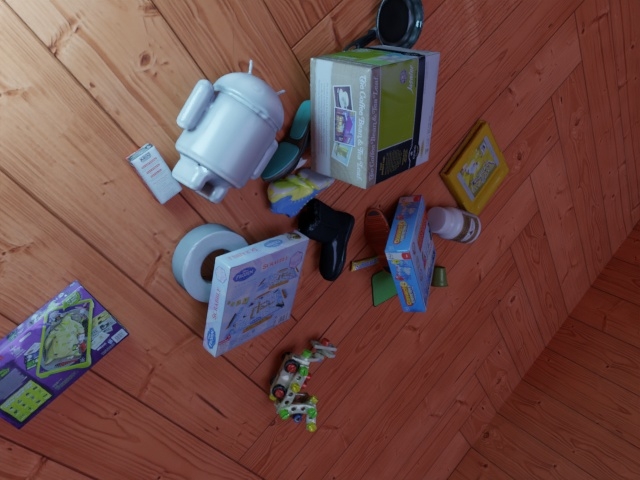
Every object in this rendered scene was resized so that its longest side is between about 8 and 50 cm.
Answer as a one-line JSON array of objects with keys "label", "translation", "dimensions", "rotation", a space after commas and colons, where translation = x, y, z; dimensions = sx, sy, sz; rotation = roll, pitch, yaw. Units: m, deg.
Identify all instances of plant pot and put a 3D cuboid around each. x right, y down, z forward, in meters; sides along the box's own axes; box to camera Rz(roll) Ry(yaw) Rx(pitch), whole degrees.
[{"label": "plant pot", "translation": [0.495, 0.149, 2.254], "dimensions": [0.083, 0.083, 0.079], "rotation": [-5, 100, -38]}]

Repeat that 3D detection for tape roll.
[{"label": "tape roll", "translation": [-0.307, 0.065, 1.539], "dimensions": [0.219, 0.072, 0.219], "rotation": [-17, 119, -33]}]

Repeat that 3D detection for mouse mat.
[{"label": "mouse mat", "translation": [0.273, 0.165, 2.117], "dimensions": [0.189, 0.007, 0.153], "rotation": [-24, 123, -29]}]

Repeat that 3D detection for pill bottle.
[{"label": "pill bottle", "translation": [0.522, -0.065, 2.134], "dimensions": [0.229, 0.131, 0.131], "rotation": [11, 102, -42]}]

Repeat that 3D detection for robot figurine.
[{"label": "robot figurine", "translation": [-0.227, -0.273, 1.363], "dimensions": [0.353, 0.200, 0.300], "rotation": [-57, 142, -4]}]

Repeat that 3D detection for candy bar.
[{"label": "candy bar", "translation": [0.173, 0.082, 1.987], "dimensions": [0.161, 0.018, 0.040], "rotation": [-12, 117, -35]}]

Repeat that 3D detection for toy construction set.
[{"label": "toy construction set", "translation": [-0.059, 0.494, 1.889], "dimensions": [0.215, 0.151, 0.328], "rotation": [21, 87, -19]}]

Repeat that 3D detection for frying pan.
[{"label": "frying pan", "translation": [0.204, -0.633, 1.664], "dimensions": [0.326, 0.053, 0.197], "rotation": [-51, 133, -7]}]

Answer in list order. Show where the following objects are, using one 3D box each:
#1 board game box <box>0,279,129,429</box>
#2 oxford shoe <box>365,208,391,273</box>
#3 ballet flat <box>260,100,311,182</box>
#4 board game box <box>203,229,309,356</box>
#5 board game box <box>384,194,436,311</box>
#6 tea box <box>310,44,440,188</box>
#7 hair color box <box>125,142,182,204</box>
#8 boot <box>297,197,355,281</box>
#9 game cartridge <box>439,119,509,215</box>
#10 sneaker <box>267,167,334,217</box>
[{"label": "board game box", "translation": [-0.682, 0.286, 1.345], "dimensions": [0.347, 0.056, 0.208], "rotation": [-42, 135, -18]}, {"label": "oxford shoe", "translation": [0.234, -0.011, 1.963], "dimensions": [0.098, 0.097, 0.271], "rotation": [-55, 134, -47]}, {"label": "ballet flat", "translation": [-0.068, -0.274, 1.575], "dimensions": [0.280, 0.095, 0.096], "rotation": [-57, 146, -4]}, {"label": "board game box", "translation": [-0.190, 0.151, 1.596], "dimensions": [0.318, 0.066, 0.318], "rotation": [-21, 134, -47]}, {"label": "board game box", "translation": [0.335, 0.046, 1.955], "dimensions": [0.308, 0.086, 0.302], "rotation": [-67, 145, -45]}, {"label": "tea box", "translation": [0.153, -0.367, 1.550], "dimensions": [0.323, 0.220, 0.329], "rotation": [-27, 128, -41]}, {"label": "hair color box", "translation": [-0.418, -0.168, 1.360], "dimensions": [0.072, 0.043, 0.141], "rotation": [-41, 131, -19]}, {"label": "boot", "translation": [0.000, 0.000, 1.749], "dimensions": [0.207, 0.094, 0.246], "rotation": [16, 92, -47]}, {"label": "game cartridge", "translation": [0.637, -0.278, 2.189], "dimensions": [0.285, 0.052, 0.323], "rotation": [-53, 132, -8]}, {"label": "sneaker", "translation": [-0.066, -0.144, 1.653], "dimensions": [0.240, 0.091, 0.126], "rotation": [-15, 137, -35]}]
